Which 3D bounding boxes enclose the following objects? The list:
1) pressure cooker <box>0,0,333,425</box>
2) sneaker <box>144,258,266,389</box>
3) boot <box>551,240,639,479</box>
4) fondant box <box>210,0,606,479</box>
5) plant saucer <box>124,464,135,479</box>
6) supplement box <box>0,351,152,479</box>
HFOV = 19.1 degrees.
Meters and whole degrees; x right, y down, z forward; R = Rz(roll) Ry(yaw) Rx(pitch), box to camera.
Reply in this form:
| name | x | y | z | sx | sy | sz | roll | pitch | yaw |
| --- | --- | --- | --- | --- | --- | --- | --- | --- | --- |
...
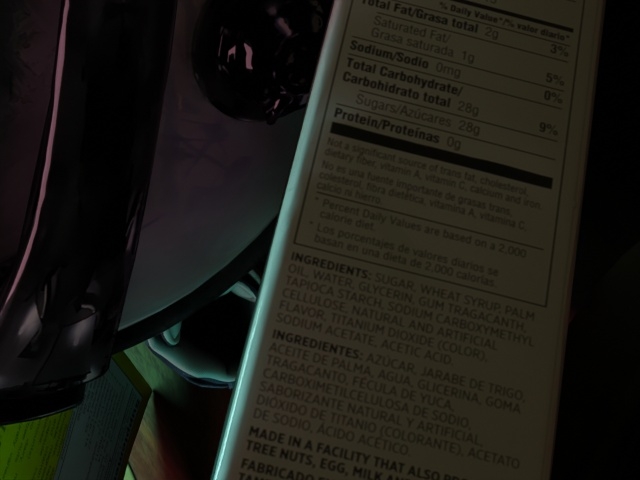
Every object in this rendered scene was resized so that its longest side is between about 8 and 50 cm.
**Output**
| name | x | y | z | sx | sy | sz | roll | pitch | yaw |
| --- | --- | --- | --- | --- | --- | --- | --- | --- | --- |
| pressure cooker | -0.169 | -0.145 | 0.870 | 0.370 | 0.375 | 0.420 | 54 | 174 | -39 |
| sneaker | -0.089 | -0.017 | 1.126 | 0.226 | 0.086 | 0.163 | 64 | 179 | -10 |
| boot | 0.213 | 0.255 | 0.587 | 0.445 | 0.146 | 0.367 | 51 | 154 | 33 |
| fondant box | 0.018 | 0.051 | 0.664 | 0.238 | 0.096 | 0.330 | 105 | 179 | -50 |
| plant saucer | -0.204 | 0.255 | 1.795 | 0.200 | 0.037 | 0.200 | 53 | 155 | 40 |
| supplement box | -0.274 | 0.127 | 1.382 | 0.356 | 0.195 | 0.194 | 70 | -147 | -66 |
